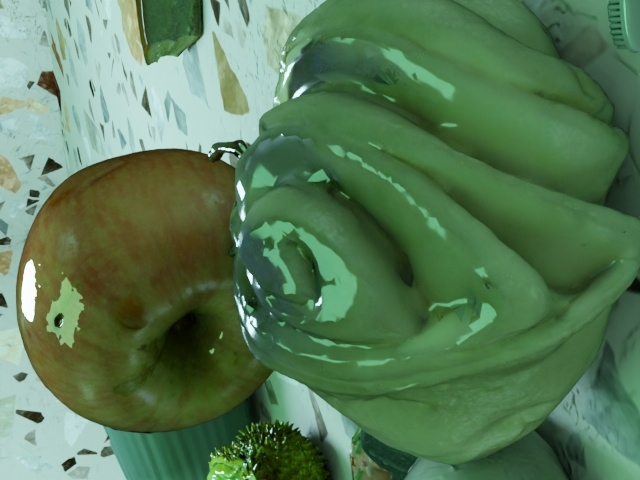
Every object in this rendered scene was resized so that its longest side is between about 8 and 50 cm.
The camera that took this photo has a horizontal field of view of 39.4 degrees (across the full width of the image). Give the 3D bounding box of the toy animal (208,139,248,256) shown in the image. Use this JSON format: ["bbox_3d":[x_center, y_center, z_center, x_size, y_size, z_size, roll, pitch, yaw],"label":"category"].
[{"bbox_3d":[-0.014,0.013,0.959,0.260,0.087,0.243,28,150,41],"label":"toy animal"}]

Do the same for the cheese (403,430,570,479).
[{"bbox_3d":[0.147,0.259,0.763,0.154,0.189,0.198,-12,93,38],"label":"cheese"}]

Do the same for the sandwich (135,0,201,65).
[{"bbox_3d":[-0.249,-0.385,1.439,0.096,0.094,0.258,-120,24,-44],"label":"sandwich"}]

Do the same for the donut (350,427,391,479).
[{"bbox_3d":[0.100,0.305,1.024,0.199,0.085,0.232,116,137,-61],"label":"donut"}]

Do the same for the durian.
[{"bbox_3d":[-0.076,0.381,1.387,0.200,0.177,0.237,64,163,4],"label":"durian"}]

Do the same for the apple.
[{"bbox_3d":[-0.215,0.056,1.220,0.346,0.392,0.391,-128,31,-49],"label":"apple"}]

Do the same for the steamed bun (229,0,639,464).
[{"bbox_3d":[0.048,-0.017,0.685,0.352,0.248,0.339,109,145,-42],"label":"steamed bun"}]

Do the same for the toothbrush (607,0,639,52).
[{"bbox_3d":[0.179,-0.259,0.547,0.025,0.020,0.286,-147,46,-69],"label":"toothbrush"}]

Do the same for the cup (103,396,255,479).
[{"bbox_3d":[-0.268,0.216,1.691,0.310,0.401,0.392,-4,107,35],"label":"cup"}]

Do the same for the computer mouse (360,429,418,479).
[{"bbox_3d":[0.106,0.160,0.899,0.113,0.068,0.228,20,126,14],"label":"computer mouse"}]
